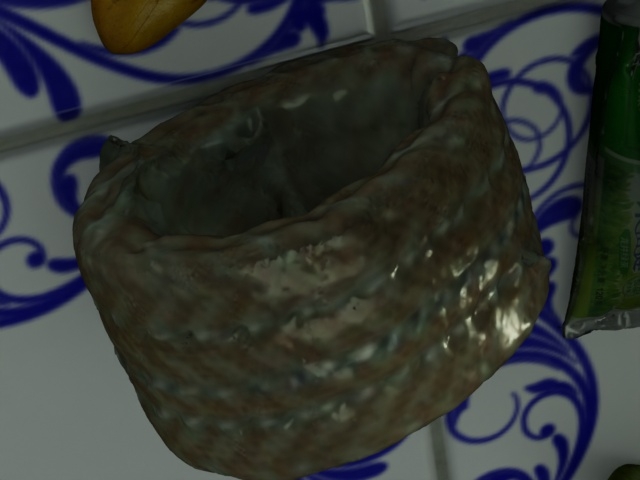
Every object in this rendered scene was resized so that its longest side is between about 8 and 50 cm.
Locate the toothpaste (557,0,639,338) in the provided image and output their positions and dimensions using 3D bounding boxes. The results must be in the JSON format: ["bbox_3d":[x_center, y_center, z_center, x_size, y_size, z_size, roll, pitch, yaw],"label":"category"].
[{"bbox_3d":[0.182,-0.051,1.075,0.078,0.047,0.248,-8,122,-13],"label":"toothpaste"}]

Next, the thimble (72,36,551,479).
[{"bbox_3d":[-0.002,0.004,0.948,0.229,0.196,0.148,-23,122,-5],"label":"thimble"}]

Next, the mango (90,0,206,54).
[{"bbox_3d":[-0.083,-0.130,0.935,0.060,0.046,0.089,20,114,-29],"label":"mango"}]

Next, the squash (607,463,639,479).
[{"bbox_3d":[0.264,0.214,1.144,0.219,0.219,0.041,22,104,-28],"label":"squash"}]
